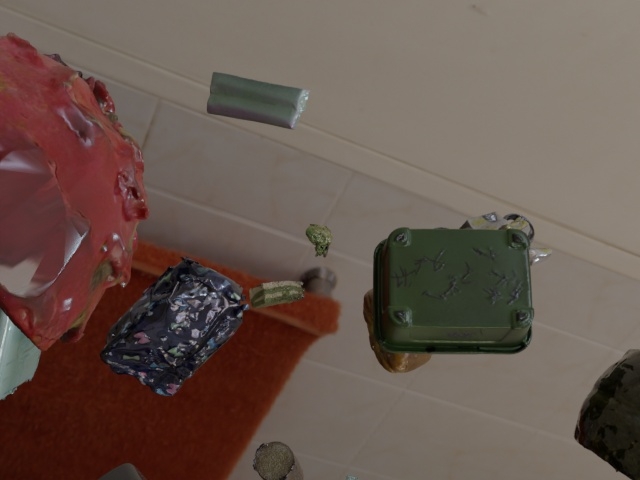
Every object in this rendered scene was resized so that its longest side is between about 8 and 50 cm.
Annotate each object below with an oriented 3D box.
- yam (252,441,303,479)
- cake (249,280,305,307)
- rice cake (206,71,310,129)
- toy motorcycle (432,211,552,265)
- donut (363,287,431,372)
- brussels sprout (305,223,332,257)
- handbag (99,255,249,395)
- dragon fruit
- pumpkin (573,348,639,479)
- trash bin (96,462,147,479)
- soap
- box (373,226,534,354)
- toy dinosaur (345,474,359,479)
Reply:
[{"bbox_3d":[-0.075,0.433,1.505,0.127,0.084,0.084,69,28,-59],"label":"yam"},{"bbox_3d":[-0.086,0.115,1.767,0.055,0.140,0.051,-32,-110,56],"label":"cake"},{"bbox_3d":[-0.120,-0.255,1.455,0.221,0.042,0.080,17,-84,32],"label":"rice cake"},{"bbox_3d":[0.426,0.037,1.950,0.223,0.340,0.108,62,-35,23],"label":"toy motorcycle"},{"bbox_3d":[0.176,0.204,1.865,0.226,0.113,0.227,163,-90,-81],"label":"donut"},{"bbox_3d":[0.000,0.000,1.894,0.085,0.058,0.085,-1,90,-76],"label":"brussels sprout"},{"bbox_3d":[-0.239,0.146,1.326,0.260,0.162,0.113,-46,-157,18],"label":"handbag"},{"bbox_3d":[-0.207,-0.029,0.565,0.189,0.163,0.262,-108,176,-58],"label":"dragon fruit"},{"bbox_3d":[0.613,0.338,1.393,0.225,0.303,0.256,-63,160,-4],"label":"pumpkin"},{"bbox_3d":[-0.399,0.597,1.621,0.209,0.182,0.290,-38,-158,-14],"label":"trash bin"},{"bbox_3d":[-0.450,0.087,1.153,0.150,0.094,0.262,-26,130,-80],"label":"soap"},{"bbox_3d":[0.274,0.091,1.609,0.178,0.328,0.253,89,1,-70],"label":"box"},{"bbox_3d":[0.090,0.602,1.737,0.106,0.187,0.044,-49,-163,-30],"label":"toy dinosaur"}]
